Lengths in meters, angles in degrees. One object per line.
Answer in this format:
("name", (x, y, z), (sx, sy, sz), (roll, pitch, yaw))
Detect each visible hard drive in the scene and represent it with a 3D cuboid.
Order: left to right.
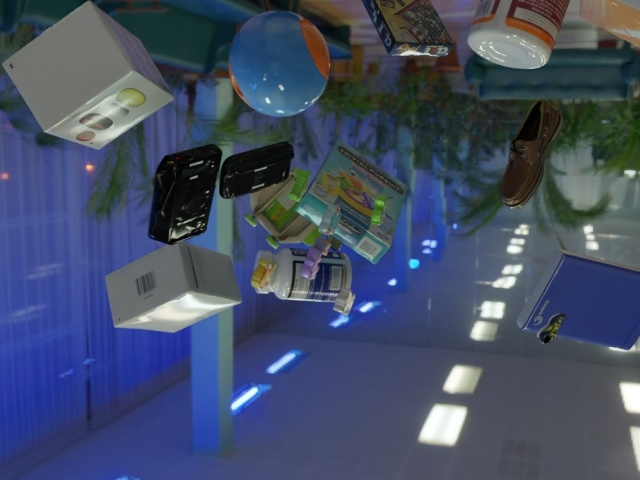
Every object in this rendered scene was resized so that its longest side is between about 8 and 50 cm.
("hard drive", (0.650, 0.146, 1.492), (0.318, 0.210, 0.040), (12, -155, -17))

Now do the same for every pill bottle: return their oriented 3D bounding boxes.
("pill bottle", (-0.054, 0.100, 1.840), (0.264, 0.153, 0.153), (6, -174, -16))
("pill bottle", (0.553, -0.676, 1.654), (0.224, 0.392, 0.224), (20, -179, 0))

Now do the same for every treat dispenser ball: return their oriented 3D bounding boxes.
("treat dispenser ball", (-0.116, -0.494, 1.771), (0.288, 0.288, 0.288), (1, -172, 0))

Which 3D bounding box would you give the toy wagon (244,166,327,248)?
("toy wagon", (-0.106, -0.093, 2.333), (0.267, 0.344, 0.068), (-44, -161, -6))

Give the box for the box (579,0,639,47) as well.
("box", (0.823, -0.576, 1.521), (0.345, 0.168, 0.215), (38, -170, 22))

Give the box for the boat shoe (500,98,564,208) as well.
("boat shoe", (0.556, -0.240, 1.720), (0.104, 0.307, 0.110), (33, 166, -38))

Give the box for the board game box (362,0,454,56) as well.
("board game box", (0.191, -0.534, 1.471), (0.165, 0.243, 0.042), (-7, 153, -26))

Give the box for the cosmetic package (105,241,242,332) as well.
("cosmetic package", (-0.352, 0.118, 1.531), (0.224, 0.138, 0.224), (-25, 158, 18))

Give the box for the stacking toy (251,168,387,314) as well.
("stacking toy", (0.000, 0.000, 1.041), (0.167, 0.221, 0.052), (19, 171, 18))

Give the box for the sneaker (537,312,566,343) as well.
("sneaker", (0.505, 0.193, 1.365), (0.031, 0.083, 0.035), (18, -145, -15))

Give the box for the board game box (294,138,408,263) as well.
("board game box", (0.097, -0.118, 1.731), (0.253, 0.079, 0.336), (34, -145, -6))

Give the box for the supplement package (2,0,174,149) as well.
("supplement package", (-0.415, -0.291, 1.158), (0.194, 0.149, 0.203), (-33, 176, 6))

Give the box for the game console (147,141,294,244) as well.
("game console", (-0.197, -0.119, 1.334), (0.361, 0.213, 0.044), (-23, -125, -42))

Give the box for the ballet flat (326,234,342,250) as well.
("ballet flat", (0.057, -0.053, 1.935), (0.067, 0.073, 0.206), (-30, -144, 24))

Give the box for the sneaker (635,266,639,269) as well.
("sneaker", (0.866, 0.135, 1.587), (0.090, 0.145, 0.270), (20, 166, -28))
